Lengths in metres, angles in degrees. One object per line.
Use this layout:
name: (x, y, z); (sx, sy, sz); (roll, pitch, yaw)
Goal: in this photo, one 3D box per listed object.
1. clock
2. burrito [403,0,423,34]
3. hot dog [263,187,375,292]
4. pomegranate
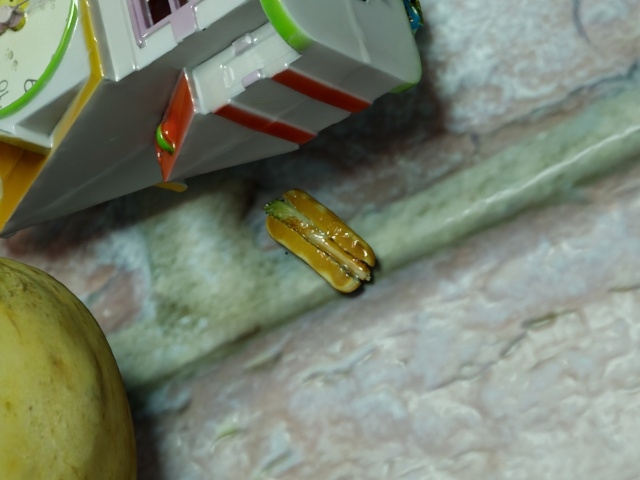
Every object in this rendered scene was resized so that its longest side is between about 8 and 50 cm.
clock: (-0.125, -0.133, 0.879); (0.309, 0.166, 0.235); (-29, 65, 30)
burrito: (0.000, -0.218, 0.950); (0.104, 0.054, 0.288); (-33, 60, 9)
hot dog: (0.000, 0.000, 0.884); (0.083, 0.021, 0.037); (42, 101, 31)
pomegranate: (-0.216, 0.125, 0.801); (0.260, 0.260, 0.260); (-9, 66, 22)
